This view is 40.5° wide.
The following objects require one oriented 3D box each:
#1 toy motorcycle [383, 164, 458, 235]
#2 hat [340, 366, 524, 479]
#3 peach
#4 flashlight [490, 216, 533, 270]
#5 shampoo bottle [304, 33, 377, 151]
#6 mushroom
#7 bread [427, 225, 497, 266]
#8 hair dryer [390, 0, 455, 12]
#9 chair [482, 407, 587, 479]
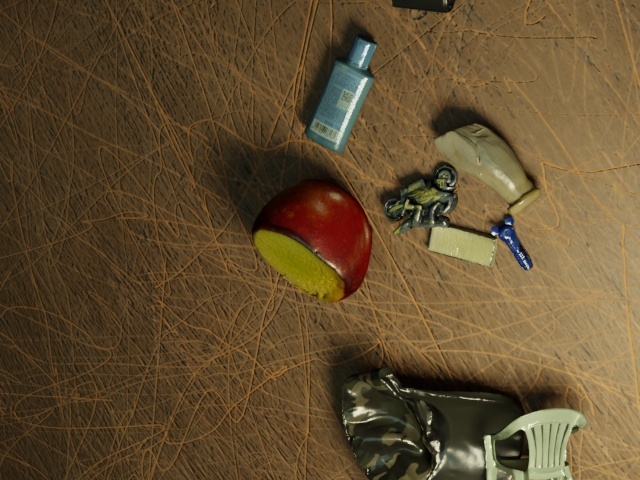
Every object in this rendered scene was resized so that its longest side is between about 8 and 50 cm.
[{"bbox_3d":[0.235,-0.074,1.916,0.193,0.061,0.124,-32,74,21],"label":"toy motorcycle"},{"bbox_3d":[0.260,0.429,2.020,0.381,0.257,0.366,-6,113,-13],"label":"hat"},{"bbox_3d":[0.000,0.000,1.948,0.274,0.248,0.245,43,91,8],"label":"peach"},{"bbox_3d":[0.419,0.010,1.877,0.057,0.035,0.121,-34,93,3],"label":"flashlight"},{"bbox_3d":[0.054,-0.331,1.932,0.104,0.061,0.258,31,115,15],"label":"shampoo bottle"},{"bbox_3d":[0.357,-0.162,1.824,0.247,0.096,0.108,42,91,6],"label":"mushroom"},{"bbox_3d":[0.315,0.008,1.925,0.153,0.028,0.068,14,109,21],"label":"bread"},{"bbox_3d":[0.231,-0.600,1.783,0.128,0.070,0.255,15,105,20],"label":"hair dryer"},{"bbox_3d":[0.471,0.490,1.863,0.203,0.190,0.275,-4,85,-11],"label":"chair"}]
